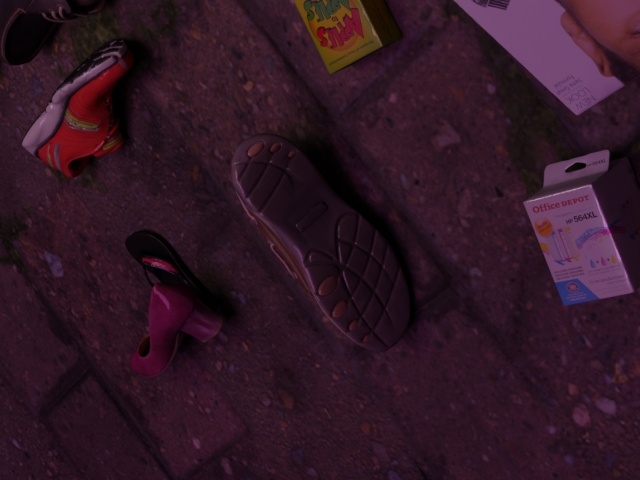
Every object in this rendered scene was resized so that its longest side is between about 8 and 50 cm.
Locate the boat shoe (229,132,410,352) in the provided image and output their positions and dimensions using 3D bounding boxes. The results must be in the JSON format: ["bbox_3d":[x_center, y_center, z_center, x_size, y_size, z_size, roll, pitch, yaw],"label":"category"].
[{"bbox_3d":[0.000,0.000,1.576,0.324,0.123,0.116,56,169,-10],"label":"boat shoe"}]

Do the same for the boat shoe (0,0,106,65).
[{"bbox_3d":[-0.363,-0.355,1.670,0.130,0.132,0.355,46,135,12],"label":"boat shoe"}]

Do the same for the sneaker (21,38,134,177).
[{"bbox_3d":[-0.321,-0.184,1.766,0.118,0.107,0.279,41,138,-9],"label":"sneaker"}]

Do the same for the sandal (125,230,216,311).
[{"bbox_3d":[-0.229,0.052,1.829,0.179,0.040,0.067,43,134,15],"label":"sandal"}]

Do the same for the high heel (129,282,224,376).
[{"bbox_3d":[-0.249,0.130,1.821,0.117,0.082,0.244,34,148,-21],"label":"high heel"}]

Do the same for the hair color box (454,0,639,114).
[{"bbox_3d":[0.202,-0.293,1.153,0.339,0.110,0.185,38,138,-18],"label":"hair color box"}]

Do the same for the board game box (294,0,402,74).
[{"bbox_3d":[0.013,-0.297,1.443,0.092,0.043,0.181,-22,97,44],"label":"board game box"}]

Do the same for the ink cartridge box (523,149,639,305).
[{"bbox_3d":[0.291,-0.018,1.321,0.092,0.090,0.143,-16,101,44],"label":"ink cartridge box"}]
